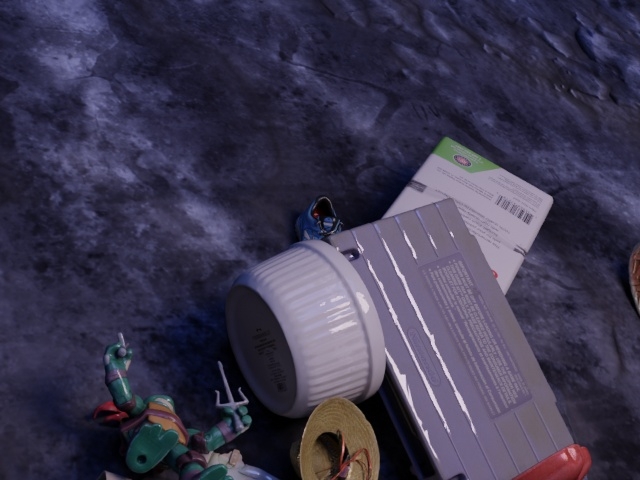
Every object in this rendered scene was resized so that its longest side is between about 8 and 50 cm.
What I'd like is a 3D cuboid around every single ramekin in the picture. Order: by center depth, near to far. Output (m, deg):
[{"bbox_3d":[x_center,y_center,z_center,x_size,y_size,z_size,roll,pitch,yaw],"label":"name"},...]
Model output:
[{"bbox_3d":[-0.026,0.110,1.243,0.109,0.207,0.207,-20,57,-29],"label":"ramekin"}]

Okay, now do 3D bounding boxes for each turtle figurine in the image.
[{"bbox_3d":[-0.162,0.195,1.129,0.175,0.118,0.234,21,9,-18],"label":"turtle figurine"}]

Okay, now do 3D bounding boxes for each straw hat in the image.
[{"bbox_3d":[0.001,0.249,1.196,0.144,0.061,0.144,12,75,-49],"label":"straw hat"}]

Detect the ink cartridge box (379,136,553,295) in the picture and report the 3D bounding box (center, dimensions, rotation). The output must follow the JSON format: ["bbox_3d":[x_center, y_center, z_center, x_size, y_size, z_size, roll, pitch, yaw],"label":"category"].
[{"bbox_3d":[0.200,-0.007,1.542,0.198,0.115,0.273,31,41,7],"label":"ink cartridge box"}]

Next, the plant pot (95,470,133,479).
[{"bbox_3d":[-0.186,0.305,1.036,0.096,0.109,0.109,16,40,-32],"label":"plant pot"}]

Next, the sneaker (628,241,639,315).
[{"bbox_3d":[0.588,0.125,1.612,0.121,0.108,0.302,-8,59,-33],"label":"sneaker"}]

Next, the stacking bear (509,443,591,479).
[{"bbox_3d":[0.293,0.389,1.145,0.289,0.164,0.175,60,9,20],"label":"stacking bear"}]

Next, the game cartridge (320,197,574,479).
[{"bbox_3d":[0.154,0.133,1.299,0.230,0.068,0.355,-16,77,-41],"label":"game cartridge"}]

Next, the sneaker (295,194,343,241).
[{"bbox_3d":[0.000,0.000,1.465,0.063,0.073,0.162,8,44,-20],"label":"sneaker"}]

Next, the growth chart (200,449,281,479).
[{"bbox_3d":[-0.055,0.323,1.139,0.237,0.021,0.172,30,41,5],"label":"growth chart"}]
